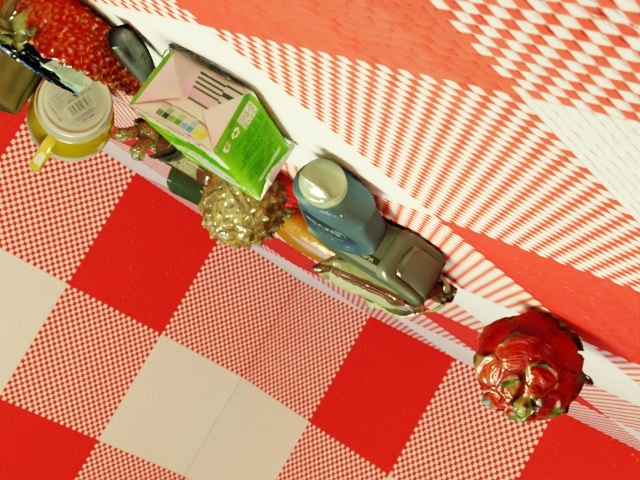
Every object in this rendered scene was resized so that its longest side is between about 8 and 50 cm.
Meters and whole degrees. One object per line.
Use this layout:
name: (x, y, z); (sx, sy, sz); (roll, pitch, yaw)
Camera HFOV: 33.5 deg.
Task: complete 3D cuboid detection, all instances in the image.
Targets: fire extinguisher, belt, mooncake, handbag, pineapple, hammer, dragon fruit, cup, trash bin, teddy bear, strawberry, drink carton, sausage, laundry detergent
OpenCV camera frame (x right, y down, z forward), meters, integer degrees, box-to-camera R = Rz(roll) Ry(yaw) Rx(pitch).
fire extinguisher: (-0.240, -0.113, 2.567); (0.311, 0.114, 0.095); (28, -147, 37)
fire extinguisher: (-0.262, -0.147, 2.260); (0.231, 0.099, 0.071); (33, 165, 33)
belt: (-0.498, -0.345, 1.926); (0.198, 0.078, 0.151); (34, 170, -7)
mooncake: (-0.728, -0.394, 2.255); (0.290, 0.161, 0.290); (28, 174, 3)
handbag: (0.126, 0.074, 2.078); (0.235, 0.127, 0.213); (28, -159, 24)
pineapple: (-0.135, -0.079, 2.103); (0.175, 0.175, 0.361); (30, -170, 0)
hammer: (-0.249, -0.222, 1.604); (0.037, 0.137, 0.290); (19, 161, 26)
dragon fruit: (0.368, 0.215, 1.869); (0.274, 0.192, 0.193); (-56, -51, -62)
cup: (-0.528, -0.244, 2.204); (0.185, 0.241, 0.226); (32, 167, -12)
trash bin: (0.108, 0.019, 1.909); (0.236, 0.101, 0.176); (30, 177, 30)
teddy bear: (-0.379, -0.232, 2.350); (0.119, 0.078, 0.160); (44, -161, 10)
strawberry: (-0.373, -0.305, 1.564); (0.286, 0.106, 0.188); (18, -171, -45)
drink carton: (-0.149, -0.166, 1.549); (0.161, 0.108, 0.271); (31, 176, 15)
sausage: (0.000, 0.000, 2.317); (0.238, 0.098, 0.098); (27, 174, 11)
laundry detergent: (0.024, -0.055, 1.687); (0.143, 0.094, 0.290); (33, 175, 15)
